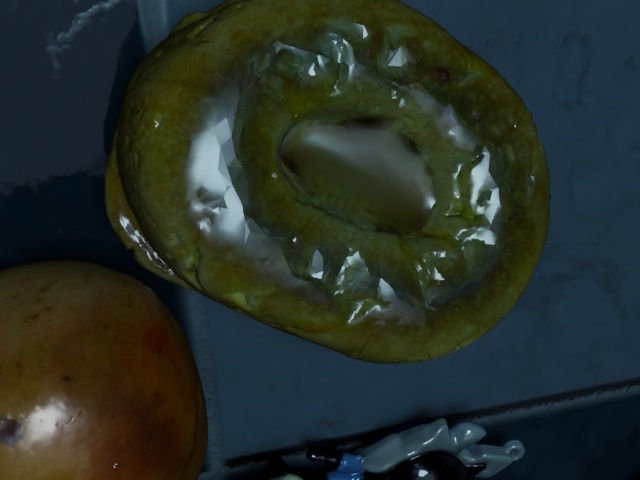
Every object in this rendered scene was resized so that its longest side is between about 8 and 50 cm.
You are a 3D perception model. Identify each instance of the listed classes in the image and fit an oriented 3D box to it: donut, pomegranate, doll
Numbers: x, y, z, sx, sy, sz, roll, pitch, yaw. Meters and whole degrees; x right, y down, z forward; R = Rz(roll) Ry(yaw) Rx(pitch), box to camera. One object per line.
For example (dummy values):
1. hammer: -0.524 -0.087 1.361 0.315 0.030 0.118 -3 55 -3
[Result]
1. donut: 0.012 -0.042 0.524 0.261 0.128 0.208 18 87 -18
2. pomegranate: -0.158 0.104 0.526 0.191 0.191 0.191 -5 111 -12
3. doll: 0.060 0.179 0.670 0.195 0.070 0.096 -11 120 0

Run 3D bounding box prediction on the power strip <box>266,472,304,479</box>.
1. power strip: 0.010 0.269 0.662 0.105 0.070 0.256 -25 125 25
